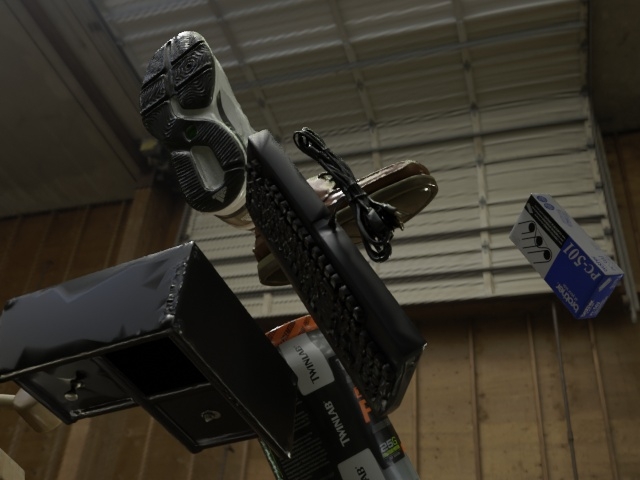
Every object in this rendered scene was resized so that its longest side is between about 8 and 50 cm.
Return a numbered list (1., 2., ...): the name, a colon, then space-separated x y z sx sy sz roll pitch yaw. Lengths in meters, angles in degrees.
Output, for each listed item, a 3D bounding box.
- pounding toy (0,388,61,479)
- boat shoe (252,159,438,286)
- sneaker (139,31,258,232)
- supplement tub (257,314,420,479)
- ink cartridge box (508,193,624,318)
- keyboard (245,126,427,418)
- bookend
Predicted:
1. pounding toy: -0.288 0.207 0.585 0.206 0.094 0.181 -33 -151 -6
2. boat shoe: 0.012 -0.042 0.929 0.307 0.110 0.105 -29 -116 36
3. sneaker: -0.178 -0.177 1.323 0.169 0.257 0.448 -33 -124 14
4. supplement tub: 0.004 0.283 1.062 0.193 0.193 0.316 -27 -104 -2
5. ink cartridge box: 0.399 0.022 1.165 0.046 0.097 0.207 -2 -140 -25
6. keyboard: 0.000 0.000 0.669 0.033 0.202 0.317 -13 -133 -28
7. bookend: -0.120 0.096 0.492 0.157 0.156 0.072 -16 -139 18
